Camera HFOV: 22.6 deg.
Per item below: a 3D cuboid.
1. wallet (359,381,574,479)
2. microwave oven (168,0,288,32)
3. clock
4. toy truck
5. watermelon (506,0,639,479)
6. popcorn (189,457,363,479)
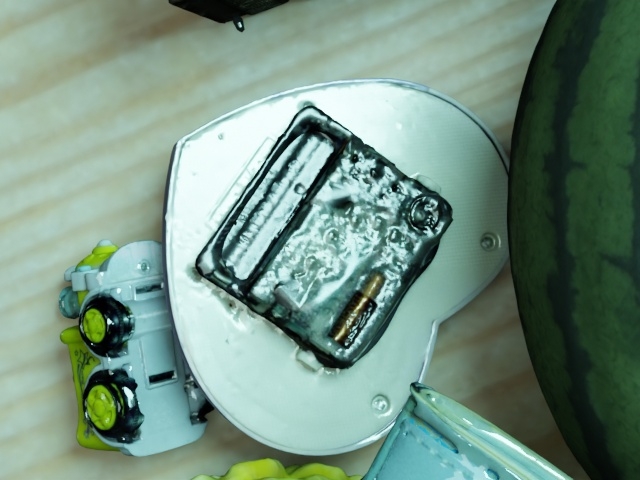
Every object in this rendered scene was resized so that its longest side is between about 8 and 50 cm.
[{"bbox_3d":[0.044,0.209,0.662,0.176,0.075,0.250,33,99,9],"label":"wallet"},{"bbox_3d":[0.026,-0.223,0.754,0.247,0.178,0.188,-17,90,6],"label":"microwave oven"},{"bbox_3d":[0.000,0.000,0.795,0.172,0.064,0.198,36,81,-9],"label":"clock"},{"bbox_3d":[-0.103,0.054,0.834,0.077,0.076,0.111,-7,91,44],"label":"toy truck"},{"bbox_3d":[0.221,0.000,0.696,0.279,0.279,0.359,-5,98,5],"label":"watermelon"},{"bbox_3d":[-0.031,0.204,0.793,0.173,0.168,0.195,25,109,25],"label":"popcorn"}]
